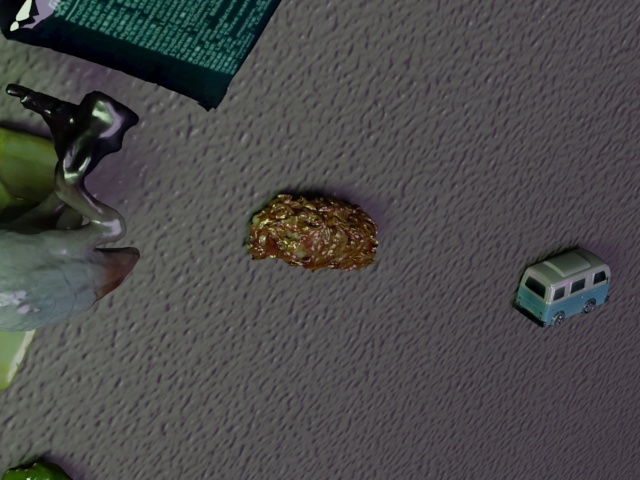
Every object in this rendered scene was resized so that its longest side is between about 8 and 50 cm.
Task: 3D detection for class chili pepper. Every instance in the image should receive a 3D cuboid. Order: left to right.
[{"bbox_3d":[-0.254,0.287,1.828,0.072,0.073,0.204,-53,150,-23],"label":"chili pepper"}]

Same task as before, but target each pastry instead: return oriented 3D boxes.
[{"bbox_3d":[0.001,-0.002,1.855,0.169,0.063,0.087,1,123,-51],"label":"pastry"}]

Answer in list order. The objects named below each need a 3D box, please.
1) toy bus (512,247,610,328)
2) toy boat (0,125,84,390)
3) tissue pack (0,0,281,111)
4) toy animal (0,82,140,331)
[{"bbox_3d":[0.303,0.054,2.265,0.123,0.060,0.075,-18,131,-36],"label":"toy bus"},{"bbox_3d":[-0.285,0.042,1.544,0.111,0.084,0.276,11,112,-51],"label":"toy boat"},{"bbox_3d":[-0.103,-0.331,1.253,0.264,0.253,0.417,11,113,-52],"label":"tissue pack"},{"bbox_3d":[-0.253,0.025,1.430,0.324,0.090,0.195,-51,130,-21],"label":"toy animal"}]
